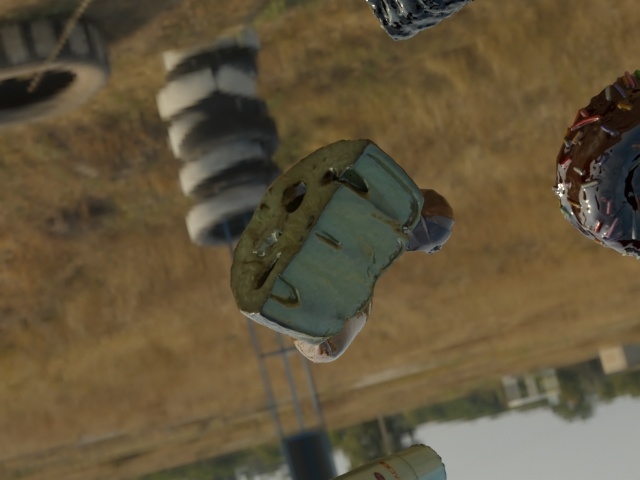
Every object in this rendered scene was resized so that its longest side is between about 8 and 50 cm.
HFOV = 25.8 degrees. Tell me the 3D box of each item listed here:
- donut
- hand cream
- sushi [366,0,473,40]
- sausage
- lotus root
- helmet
[{"bbox_3d":[0.385,-0.083,1.611,0.235,0.235,0.089,-14,-151,-7],"label":"donut"},{"bbox_3d":[-0.017,0.250,1.201,0.331,0.085,0.058,-17,155,-41],"label":"hand cream"},{"bbox_3d":[0.114,-0.470,1.995,0.210,0.350,0.171,-15,173,-33],"label":"sushi"},{"bbox_3d":[0.011,0.117,2.103,0.112,0.112,0.328,-16,-174,14],"label":"sausage"},{"bbox_3d":[0.000,0.000,1.567,0.119,0.235,0.138,39,176,-37],"label":"lotus root"},{"bbox_3d":[0.155,-0.035,2.035,0.123,0.098,0.070,-5,156,-45],"label":"helmet"}]
